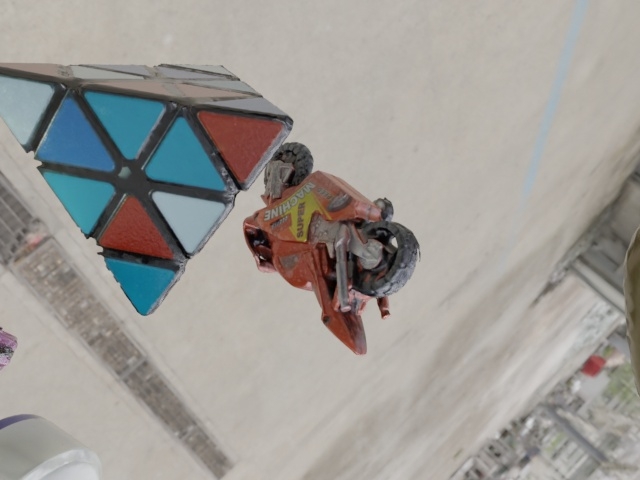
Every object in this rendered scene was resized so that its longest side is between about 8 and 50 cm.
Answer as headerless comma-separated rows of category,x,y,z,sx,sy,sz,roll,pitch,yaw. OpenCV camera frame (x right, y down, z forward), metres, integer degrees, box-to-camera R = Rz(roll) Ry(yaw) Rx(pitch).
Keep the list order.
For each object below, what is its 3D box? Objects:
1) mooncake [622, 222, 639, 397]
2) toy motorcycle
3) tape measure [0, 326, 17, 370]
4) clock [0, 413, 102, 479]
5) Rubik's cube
mooncake,0.351,0.032,0.387,0.201,0.378,0.378,-29,152,-33
toy motorcycle,0.000,-0.002,1.023,0.089,0.298,0.171,25,104,-46
tape measure,-0.528,0.153,1.296,0.118,0.125,0.074,33,73,-34
clock,-0.312,0.286,0.811,0.230,0.083,0.230,-52,157,-33
Rubik's cube,-0.177,-0.105,0.723,0.250,0.234,0.284,-10,-120,61
